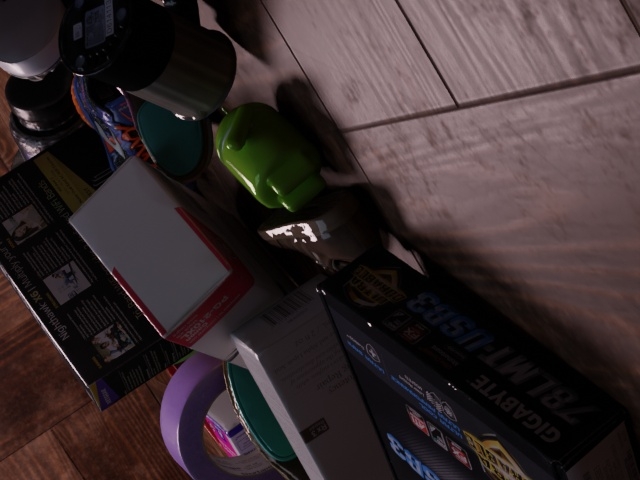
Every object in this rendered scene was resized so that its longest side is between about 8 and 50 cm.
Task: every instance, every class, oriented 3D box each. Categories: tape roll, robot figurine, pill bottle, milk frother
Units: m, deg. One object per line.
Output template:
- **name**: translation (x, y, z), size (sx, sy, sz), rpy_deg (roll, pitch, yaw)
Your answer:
- **tape roll**: translation (-0.100, 0.224, 1.877), size (0.189, 0.189, 0.080), rpy_deg (61, 164, -20)
- **robot figurine**: translation (-0.045, -0.073, 1.271), size (0.115, 0.067, 0.101), rpy_deg (46, 175, 38)
- **pill bottle**: translation (-0.352, -0.141, 2.047), size (0.123, 0.123, 0.219), rpy_deg (47, 163, 34)
- **milk frother**: translation (-0.116, -0.178, 1.240), size (0.143, 0.129, 0.135), rpy_deg (5, 171, 38)

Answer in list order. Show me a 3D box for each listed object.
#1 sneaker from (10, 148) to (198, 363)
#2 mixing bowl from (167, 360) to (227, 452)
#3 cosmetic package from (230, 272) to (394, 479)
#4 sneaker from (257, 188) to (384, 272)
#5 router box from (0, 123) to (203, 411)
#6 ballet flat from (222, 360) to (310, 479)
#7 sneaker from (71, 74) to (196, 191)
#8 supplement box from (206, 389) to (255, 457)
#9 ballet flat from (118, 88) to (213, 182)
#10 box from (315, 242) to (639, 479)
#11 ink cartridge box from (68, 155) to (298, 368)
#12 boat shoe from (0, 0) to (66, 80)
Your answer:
- **sneaker**: translation (-0.341, 0.011, 2.184), size (0.483, 0.202, 0.185), rpy_deg (46, 162, 36)
- **mixing bowl**: translation (-0.142, 0.214, 2.184), size (0.181, 0.098, 0.181), rpy_deg (51, 166, 18)
- **cosmetic package**: translation (0.017, 0.161, 1.495), size (0.231, 0.117, 0.085), rpy_deg (61, 167, -23)
- **sneaker**: translation (0.000, 0.000, 1.291), size (0.071, 0.066, 0.188), rpy_deg (54, 168, -11)
- **router box**: translation (-0.248, 0.013, 1.792), size (0.309, 0.243, 0.081), rpy_deg (51, 165, 25)
- **ballet flat**: translation (0.006, 0.253, 1.794), size (0.342, 0.116, 0.124), rpy_deg (47, 175, 18)
- **sneaker**: translation (-0.220, -0.129, 1.721), size (0.221, 0.083, 0.087), rpy_deg (50, 160, 17)
- **supplement box**: translation (-0.053, 0.299, 2.054), size (0.220, 0.114, 0.111), rpy_deg (60, 165, -22)
- **ballet flat**: translation (-0.163, -0.143, 1.531), size (0.221, 0.077, 0.079), rpy_deg (56, -175, 23)
- **box**: translation (0.142, 0.180, 1.174), size (0.295, 0.073, 0.293), rpy_deg (35, 153, 47)
- **ink cartridge box**: translation (-0.123, 0.031, 1.535), size (0.172, 0.100, 0.237), rpy_deg (48, -174, 25)
- **boat shoe**: translation (-0.364, -0.254, 1.858), size (0.105, 0.113, 0.306), rpy_deg (58, 170, -34)
